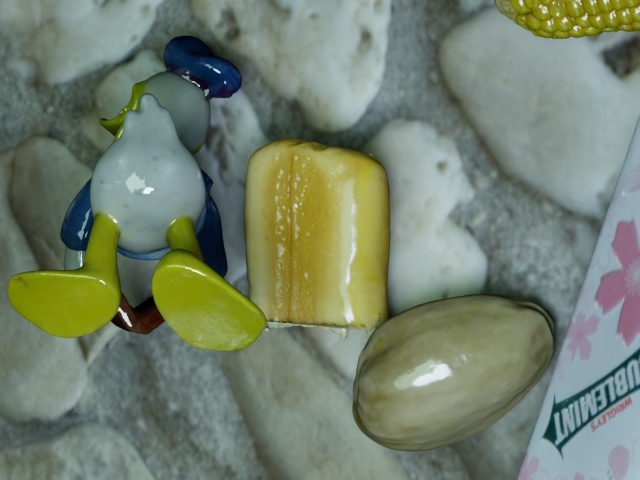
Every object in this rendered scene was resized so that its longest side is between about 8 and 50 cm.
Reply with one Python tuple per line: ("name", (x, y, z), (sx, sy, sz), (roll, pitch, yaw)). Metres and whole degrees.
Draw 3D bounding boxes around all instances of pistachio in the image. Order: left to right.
("pistachio", (0.105, 0.106, 1.425), (0.185, 0.108, 0.126), (-32, 103, 15))

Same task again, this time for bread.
("bread", (0.001, 0.000, 1.485), (0.134, 0.085, 0.173), (4, 93, 30))

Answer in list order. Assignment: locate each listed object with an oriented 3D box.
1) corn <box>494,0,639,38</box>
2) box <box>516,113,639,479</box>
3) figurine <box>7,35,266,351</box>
("corn", (0.284, -0.221, 1.335), (0.322, 0.119, 0.119), (-12, 84, 30))
("box", (0.275, 0.071, 1.304), (0.190, 0.112, 0.369), (34, 107, 60))
("figurine", (-0.125, -0.033, 1.493), (0.205, 0.283, 0.338), (11, 55, 1))
